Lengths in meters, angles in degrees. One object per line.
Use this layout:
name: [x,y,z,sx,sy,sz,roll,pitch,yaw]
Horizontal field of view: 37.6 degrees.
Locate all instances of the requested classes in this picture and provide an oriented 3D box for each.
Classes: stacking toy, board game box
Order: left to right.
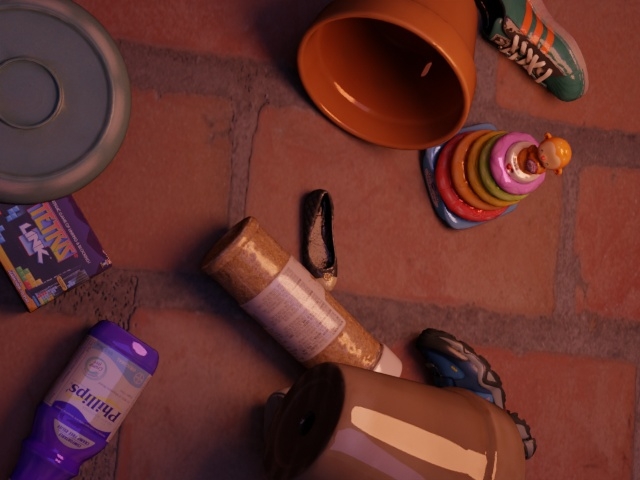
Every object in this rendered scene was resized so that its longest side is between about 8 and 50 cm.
board game box: [-0.415,0.000,1.405,0.141,0.048,0.170,-32,98,-20]
stacking toy: [0.315,-0.122,1.566,0.166,0.302,0.175,-18,93,-22]

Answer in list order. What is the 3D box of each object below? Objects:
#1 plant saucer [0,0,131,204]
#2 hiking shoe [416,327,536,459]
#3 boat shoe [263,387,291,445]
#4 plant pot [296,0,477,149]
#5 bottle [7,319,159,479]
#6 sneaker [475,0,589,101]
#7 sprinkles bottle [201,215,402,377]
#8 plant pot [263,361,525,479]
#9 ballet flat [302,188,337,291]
plant saucer: [-0.425,-0.209,1.347,0.318,0.044,0.317,-2,94,-22]
hiking shoe: [0.249,0.288,1.609,0.132,0.113,0.304,-40,100,-20]
boat shoe: [-0.013,0.376,1.518,0.094,0.109,0.302,-18,98,-44]
plant pot: [0.134,-0.319,1.540,0.291,0.291,0.203,37,58,-15]
bottle: [-0.356,0.258,1.383,0.118,0.092,0.282,38,74,-16]
sneaker: [0.366,-0.369,1.718,0.121,0.108,0.302,-34,90,-20]
sprinkles bottle: [-0.028,0.122,1.508,0.355,0.121,0.121,45,72,-13]
plant pot: [0.081,0.322,1.358,0.280,0.323,0.323,32,75,-23]
ballet flat: [0.000,0.000,1.568,0.058,0.049,0.173,-6,88,-21]
